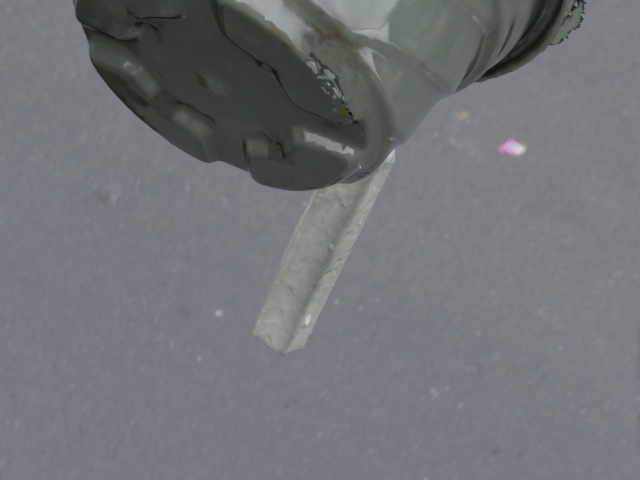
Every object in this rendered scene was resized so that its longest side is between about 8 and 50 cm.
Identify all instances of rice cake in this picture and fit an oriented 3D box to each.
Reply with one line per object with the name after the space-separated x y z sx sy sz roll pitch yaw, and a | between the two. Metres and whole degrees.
0.000 0.000 1.099 0.052 0.256 0.057 16 40 -11 | rice cake

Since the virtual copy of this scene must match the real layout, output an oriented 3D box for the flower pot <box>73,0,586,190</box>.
-0.011 -0.112 0.552 0.235 0.235 0.140 29 66 -1 | flower pot
